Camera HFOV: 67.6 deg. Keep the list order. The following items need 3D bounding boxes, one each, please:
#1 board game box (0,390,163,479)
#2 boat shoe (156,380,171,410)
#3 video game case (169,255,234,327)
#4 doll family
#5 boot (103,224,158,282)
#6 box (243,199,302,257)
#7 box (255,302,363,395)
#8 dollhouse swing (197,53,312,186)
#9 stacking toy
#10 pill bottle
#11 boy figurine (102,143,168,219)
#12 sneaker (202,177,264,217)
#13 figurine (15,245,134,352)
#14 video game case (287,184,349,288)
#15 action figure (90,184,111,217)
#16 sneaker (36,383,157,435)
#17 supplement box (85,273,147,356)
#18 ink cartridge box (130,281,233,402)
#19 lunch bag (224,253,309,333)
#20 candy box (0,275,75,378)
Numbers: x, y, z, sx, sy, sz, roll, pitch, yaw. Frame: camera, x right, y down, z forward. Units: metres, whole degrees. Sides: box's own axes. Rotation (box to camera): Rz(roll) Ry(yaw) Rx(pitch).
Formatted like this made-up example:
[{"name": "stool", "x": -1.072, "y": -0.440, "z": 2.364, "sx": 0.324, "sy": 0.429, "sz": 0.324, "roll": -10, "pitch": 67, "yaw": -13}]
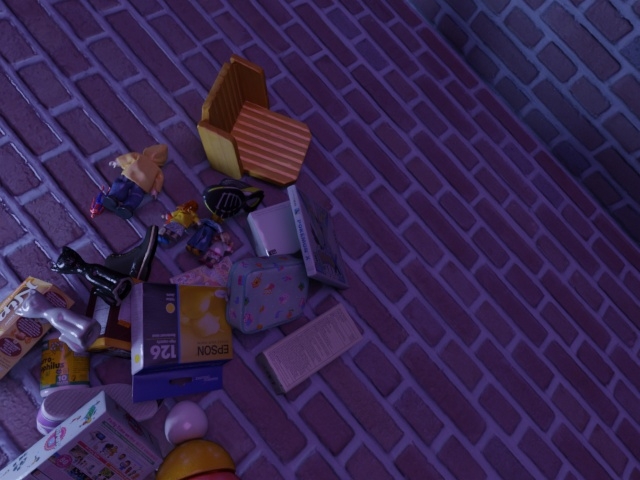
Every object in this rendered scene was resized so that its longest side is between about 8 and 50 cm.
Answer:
[{"name": "board game box", "x": -0.575, "y": 0.552, "z": 1.151, "sx": 0.303, "sy": 0.097, "sz": 0.224, "roll": -38, "pitch": 119, "yaw": -13}, {"name": "boat shoe", "x": -0.455, "y": 0.383, "z": 1.373, "sx": 0.080, "sy": 0.076, "sz": 0.229, "roll": 24, "pitch": 62, "yaw": -9}, {"name": "video game case", "x": -0.341, "y": 0.185, "z": 1.528, "sx": 0.206, "sy": 0.026, "sz": 0.227, "roll": -22, "pitch": 77, "yaw": -27}, {"name": "doll family", "x": -0.393, "y": -0.041, "z": 1.541, "sx": 0.262, "sy": 0.118, "sz": 0.163, "roll": 29, "pitch": 58, "yaw": -1}, {"name": "boot", "x": -0.579, "y": 0.036, "z": 1.456, "sx": 0.136, "sy": 0.077, "sz": 0.198, "roll": 15, "pitch": 80, "yaw": -8}, {"name": "box", "x": -0.141, "y": -0.019, "z": 1.636, "sx": 0.180, "sy": 0.119, "sz": 0.182, "roll": -19, "pitch": 76, "yaw": -26}, {"name": "box", "x": -0.034, "y": 0.342, "z": 1.520, "sx": 0.311, "sy": 0.121, "sz": 0.148, "roll": -26, "pitch": 79, "yaw": -27}, {"name": "dollhouse swing", "x": -0.206, "y": -0.411, "z": 1.695, "sx": 0.304, "sy": 0.315, "sz": 0.347, "roll": 13, "pitch": 62, "yaw": 8}, {"name": "stacking toy", "x": -0.309, "y": 0.640, "z": 1.226, "sx": 0.350, "sy": 0.351, "sz": 0.480, "roll": -5, "pitch": 54, "yaw": -22}, {"name": "pill bottle", "x": -0.688, "y": 0.310, "z": 1.294, "sx": 0.117, "sy": 0.117, "sz": 0.209, "roll": -1, "pitch": 69, "yaw": -21}, {"name": "boy figurine", "x": -0.596, "y": -0.215, "z": 1.561, "sx": 0.177, "sy": 0.092, "sz": 0.285, "roll": 36, "pitch": 57, "yaw": -24}, {"name": "sneaker", "x": -0.307, "y": -0.149, "z": 1.584, "sx": 0.121, "sy": 0.300, "sz": 0.111, "roll": 31, "pitch": 103, "yaw": 16}, {"name": "figurine", "x": -0.618, "y": 0.138, "z": 1.192, "sx": 0.209, "sy": 0.092, "sz": 0.215, "roll": 26, "pitch": 65, "yaw": 8}, {"name": "video game case", "x": 0.000, "y": 0.000, "z": 1.596, "sx": 0.036, "sy": 0.329, "sz": 0.300, "roll": -20, "pitch": 71, "yaw": 17}, {"name": "action figure", "x": -0.704, "y": -0.122, "z": 1.525, "sx": 0.038, "sy": 0.030, "sz": 0.115, "roll": 20, "pitch": 65, "yaw": -17}, {"name": "sneaker", "x": -0.591, "y": 0.461, "z": 1.267, "sx": 0.281, "sy": 0.161, "sz": 0.102, "roll": 14, "pitch": 38, "yaw": -31}, {"name": "supplement box", "x": -0.534, "y": 0.221, "z": 1.336, "sx": 0.191, "sy": 0.129, "sz": 0.194, "roll": 31, "pitch": 53, "yaw": -47}, {"name": "ink cartridge box", "x": -0.381, "y": 0.277, "z": 1.350, "sx": 0.303, "sy": 0.072, "sz": 0.308, "roll": 10, "pitch": 68, "yaw": -51}, {"name": "lunch bag", "x": -0.166, "y": 0.165, "z": 1.476, "sx": 0.279, "sy": 0.107, "sz": 0.224, "roll": -8, "pitch": 112, "yaw": -45}, {"name": "candy box", "x": -0.814, "y": 0.243, "z": 1.235, "sx": 0.317, "sy": 0.182, "sz": 0.088, "roll": -54, "pitch": 130, "yaw": -30}]
